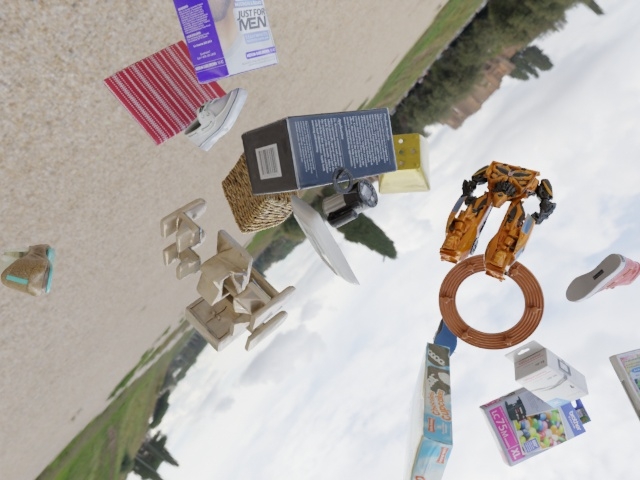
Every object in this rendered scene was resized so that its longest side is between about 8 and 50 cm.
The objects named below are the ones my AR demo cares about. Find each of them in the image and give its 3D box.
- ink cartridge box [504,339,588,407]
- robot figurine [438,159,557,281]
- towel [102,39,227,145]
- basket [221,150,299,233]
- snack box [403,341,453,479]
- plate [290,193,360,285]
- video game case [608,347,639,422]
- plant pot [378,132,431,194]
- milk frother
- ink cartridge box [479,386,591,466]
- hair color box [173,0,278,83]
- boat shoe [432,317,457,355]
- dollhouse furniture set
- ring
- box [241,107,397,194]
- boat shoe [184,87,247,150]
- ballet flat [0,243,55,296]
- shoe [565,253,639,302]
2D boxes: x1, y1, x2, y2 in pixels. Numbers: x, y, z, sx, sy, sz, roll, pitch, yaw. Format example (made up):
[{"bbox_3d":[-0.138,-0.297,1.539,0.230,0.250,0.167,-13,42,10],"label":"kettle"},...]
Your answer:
[{"bbox_3d":[0.567,0.339,1.223,0.104,0.180,0.060,-46,-166,39],"label":"ink cartridge box"},{"bbox_3d":[0.389,-0.061,1.067,0.291,0.211,0.085,-58,150,-20],"label":"robot figurine"},{"bbox_3d":[-0.382,-0.381,1.235,0.031,0.199,0.275,-27,-163,51],"label":"towel"},{"bbox_3d":[-0.247,-0.196,2.034,0.213,0.299,0.223,4,139,-46],"label":"basket"},{"bbox_3d":[0.229,0.383,1.032,0.322,0.060,0.187,-57,158,-66],"label":"snack box"},{"bbox_3d":[0.000,0.000,1.518,0.045,0.277,0.278,-34,-155,-6],"label":"plate"},{"bbox_3d":[0.534,0.231,0.736,0.157,0.143,0.019,-7,155,-19],"label":"video game case"},{"bbox_3d":[0.323,-0.314,1.908,0.187,0.212,0.212,40,49,-73],"label":"plant pot"},{"bbox_3d":[0.055,-0.121,1.302,0.134,0.143,0.129,-24,-168,38],"label":"milk frother"},{"bbox_3d":[0.676,0.544,1.500,0.311,0.186,0.065,-22,170,-6],"label":"ink cartridge box"},{"bbox_3d":[-0.223,-0.538,1.058,0.110,0.339,0.185,0,-154,36],"label":"hair color box"},{"bbox_3d":[0.517,0.415,1.997,0.258,0.109,0.089,-47,162,-48],"label":"boat shoe"},{"bbox_3d":[-0.231,0.109,1.374,0.256,0.362,0.394,-37,160,-34],"label":"dollhouse furniture set"},{"bbox_3d":[0.562,0.209,1.610,0.336,0.336,0.032,-48,173,24],"label":"ring"},{"bbox_3d":[-0.002,-0.286,1.563,0.395,0.212,0.293,-15,-170,-34],"label":"box"},{"bbox_3d":[-0.252,-0.284,1.124,0.226,0.076,0.083,-35,-141,44],"label":"boat shoe"},{"bbox_3d":[-0.747,0.068,1.227,0.342,0.124,0.116,19,-84,62],"label":"ballet flat"},{"bbox_3d":[0.701,0.104,1.199,0.063,0.081,0.178,-91,-156,-44],"label":"shoe"}]
